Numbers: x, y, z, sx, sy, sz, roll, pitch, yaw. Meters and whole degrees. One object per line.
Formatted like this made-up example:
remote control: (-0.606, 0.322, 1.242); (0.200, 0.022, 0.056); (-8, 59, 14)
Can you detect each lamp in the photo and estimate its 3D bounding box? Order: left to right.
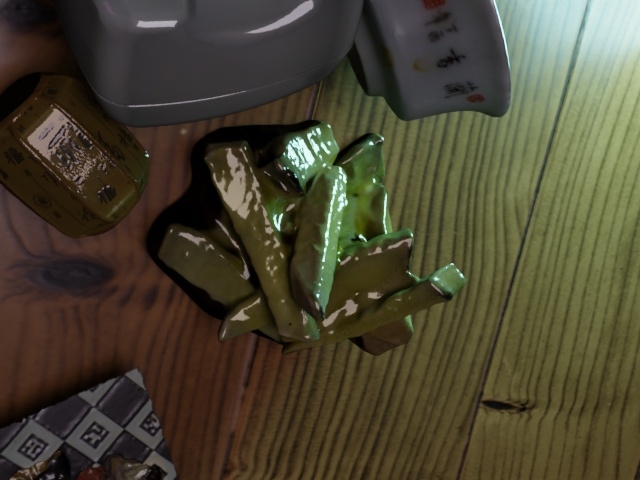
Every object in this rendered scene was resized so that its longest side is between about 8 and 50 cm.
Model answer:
lamp: (-0.306, -0.102, 1.104); (0.161, 0.161, 0.185); (-49, 125, -11)

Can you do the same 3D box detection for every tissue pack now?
tissue pack: (-0.129, -0.265, 1.080); (0.333, 0.236, 0.229); (-18, 68, -21)

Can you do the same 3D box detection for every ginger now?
ginger: (0.000, 0.000, 1.286); (0.414, 0.211, 0.358); (20, 91, -33)

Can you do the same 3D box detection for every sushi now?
sushi: (-0.345, 0.341, 1.258); (0.292, 0.059, 0.293); (-26, 115, -24)

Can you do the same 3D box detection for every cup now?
cup: (0.107, -0.298, 1.221); (0.163, 0.347, 0.347); (-21, 116, 1)

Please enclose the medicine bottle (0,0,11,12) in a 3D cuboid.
medicine bottle: (-0.450, -0.230, 0.887); (0.325, 0.256, 0.256); (-44, 122, 3)
